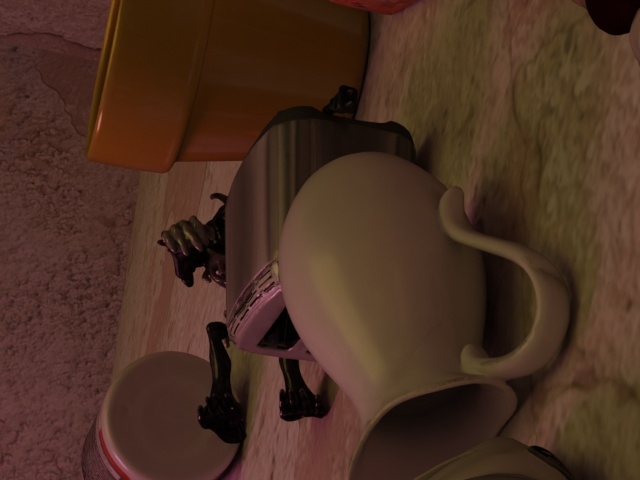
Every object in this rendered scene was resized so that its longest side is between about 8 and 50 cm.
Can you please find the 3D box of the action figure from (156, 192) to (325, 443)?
[{"bbox_3d":[-0.061,0.035,1.197,0.141,0.164,0.276,102,162,-53],"label":"action figure"}]

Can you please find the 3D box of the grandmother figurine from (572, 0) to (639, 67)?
[{"bbox_3d":[0.153,-0.178,0.565,0.342,0.104,0.208,-88,7,-45],"label":"grandmother figurine"}]

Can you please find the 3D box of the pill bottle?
[{"bbox_3d":[-0.199,0.250,1.579,0.283,0.161,0.161,126,152,-61],"label":"pill bottle"}]

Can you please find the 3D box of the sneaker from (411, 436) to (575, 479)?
[{"bbox_3d":[0.004,0.223,0.661,0.330,0.122,0.146,-40,6,9],"label":"sneaker"}]

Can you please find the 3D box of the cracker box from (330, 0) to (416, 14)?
[{"bbox_3d":[0.071,-0.315,1.096,0.156,0.067,0.232,-177,97,-78],"label":"cracker box"}]

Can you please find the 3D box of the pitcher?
[{"bbox_3d":[0.061,0.029,0.783,0.178,0.125,0.207,-47,39,29],"label":"pitcher"}]

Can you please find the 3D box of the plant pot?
[{"bbox_3d":[-0.090,-0.179,1.289,0.254,0.239,0.254,-169,90,-76],"label":"plant pot"}]

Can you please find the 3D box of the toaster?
[{"bbox_3d":[0.000,0.000,1.015,0.227,0.129,0.146,127,147,-59],"label":"toaster"}]
